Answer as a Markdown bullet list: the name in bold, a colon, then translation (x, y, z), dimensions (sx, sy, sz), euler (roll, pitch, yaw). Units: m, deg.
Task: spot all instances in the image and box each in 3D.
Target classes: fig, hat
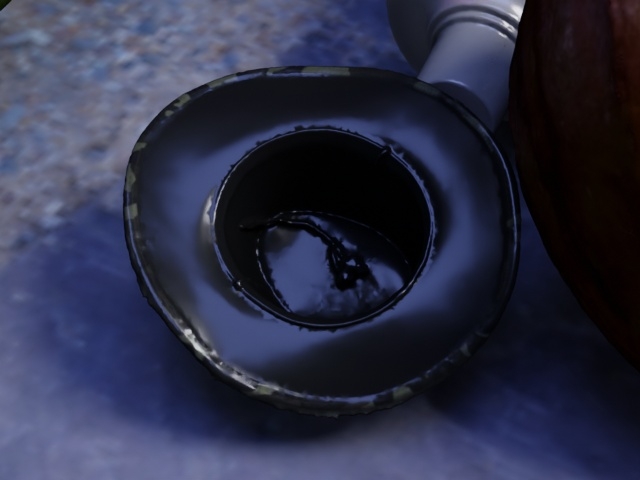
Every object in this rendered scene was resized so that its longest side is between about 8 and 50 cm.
- **fig**: translation (0.125, -0.014, 0.478), dimensions (0.148, 0.202, 0.149), euler (15, 23, 24)
- **hat**: translation (0.000, 0.000, 0.511), dimensions (0.121, 0.050, 0.121), euler (-1, 66, 3)

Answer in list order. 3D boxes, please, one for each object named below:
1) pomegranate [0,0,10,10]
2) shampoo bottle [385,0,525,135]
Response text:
- **pomegranate**: translation (-0.164, -0.164, 0.559), dimensions (0.187, 0.225, 0.187), euler (9, 47, -9)
- **shampoo bottle**: translation (0.098, -0.138, 0.613), dimensions (0.092, 0.092, 0.303), euler (16, 50, 16)
